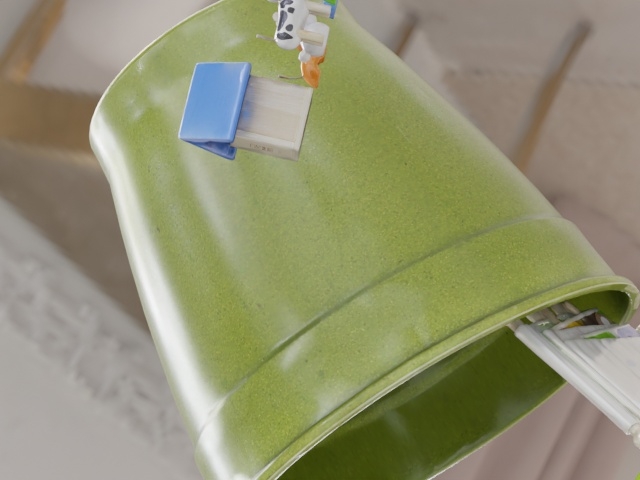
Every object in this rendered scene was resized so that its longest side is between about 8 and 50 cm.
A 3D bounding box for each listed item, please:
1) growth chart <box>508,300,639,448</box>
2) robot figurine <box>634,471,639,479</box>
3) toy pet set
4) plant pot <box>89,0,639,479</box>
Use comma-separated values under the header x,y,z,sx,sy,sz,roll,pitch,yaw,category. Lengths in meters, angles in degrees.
x,y,z,sx,sy,sz,roll,pitch,yaw,category
0.236,0.098,1.414,0.172,0.021,0.237,45,-158,31,growth chart
0.207,0.160,1.015,0.067,0.115,0.101,-7,150,-29,robot figurine
-0.032,-0.100,1.022,0.065,0.114,0.122,13,172,0,toy pet set
0.000,0.000,1.499,0.353,0.366,0.366,58,168,19,plant pot
